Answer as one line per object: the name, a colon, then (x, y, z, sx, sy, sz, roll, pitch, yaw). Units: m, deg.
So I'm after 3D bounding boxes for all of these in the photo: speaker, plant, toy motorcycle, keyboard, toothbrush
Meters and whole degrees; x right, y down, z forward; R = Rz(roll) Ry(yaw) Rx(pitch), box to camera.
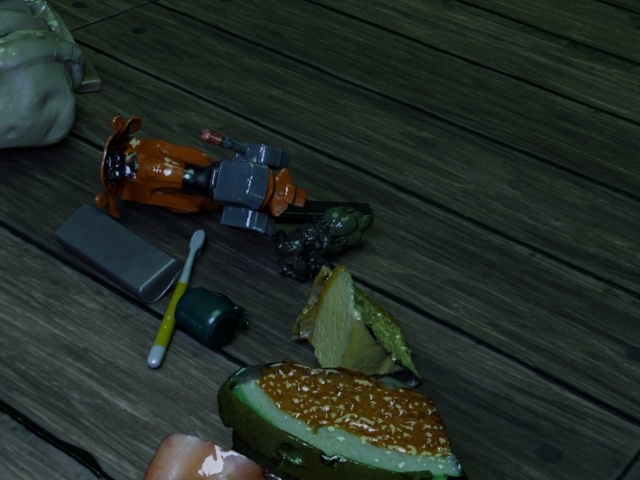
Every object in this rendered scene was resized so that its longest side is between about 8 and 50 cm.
speaker: (-0.133, 0.092, 1.488, 0.075, 0.060, 0.094, 32, 42, 32)
plant: (0.000, 0.000, 1.638, 0.174, 0.087, 0.085, -32, 78, -36)
toy motorcycle: (-0.187, -0.089, 1.626, 0.326, 0.147, 0.221, 8, -4, 34)
keyboard: (-0.019, -0.045, 1.751, 0.195, 0.018, 0.060, 2, 27, -5)
toothbrush: (-0.190, 0.076, 1.543, 0.021, 0.024, 0.288, 6, 36, 5)

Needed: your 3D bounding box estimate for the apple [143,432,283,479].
apple: (-0.056, 0.316, 1.005, 0.293, 0.251, 0.163, 22, 61, 22)

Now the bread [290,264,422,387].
bread: (0.057, 0.114, 1.458, 0.152, 0.127, 0.147, 10, 30, -26)

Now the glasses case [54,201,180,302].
glasses case: (-0.279, 0.016, 1.582, 0.190, 0.042, 0.072, 30, 72, 31)

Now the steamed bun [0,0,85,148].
steamed bun: (-0.542, -0.297, 1.820, 0.339, 0.247, 0.352, 8, 22, -3)

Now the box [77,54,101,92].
box: (-0.425, -0.298, 2.057, 0.048, 0.025, 0.115, -8, 36, -22)

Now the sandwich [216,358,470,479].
sandwich: (0.025, 0.222, 1.286, 0.292, 0.109, 0.212, 11, 28, 4)
